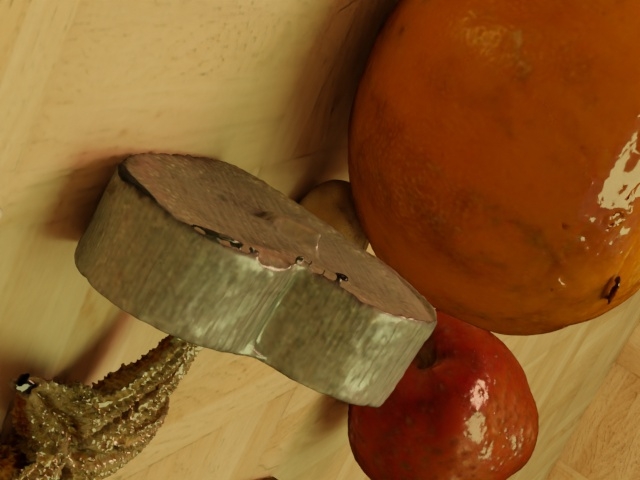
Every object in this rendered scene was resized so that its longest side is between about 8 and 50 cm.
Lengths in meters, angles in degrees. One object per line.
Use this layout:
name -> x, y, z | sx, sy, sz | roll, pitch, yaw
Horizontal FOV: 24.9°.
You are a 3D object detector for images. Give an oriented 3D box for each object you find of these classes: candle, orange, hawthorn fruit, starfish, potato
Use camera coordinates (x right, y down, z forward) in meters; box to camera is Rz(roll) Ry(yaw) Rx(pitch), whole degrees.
candle -> -0.040, 0.010, 0.766 | 0.068, 0.192, 0.168 | -59, -155, 11
orange -> 0.141, -0.081, 0.915 | 0.284, 0.226, 0.284 | -55, 166, -21
hawthorn fruit -> 0.110, 0.152, 1.311 | 0.189, 0.189, 0.189 | -48, 159, -24
starfish -> -0.151, 0.120, 0.810 | 0.240, 0.043, 0.227 | -54, 159, 2
potato -> 0.000, 0.000, 0.974 | 0.083, 0.062, 0.068 | -36, 144, 6

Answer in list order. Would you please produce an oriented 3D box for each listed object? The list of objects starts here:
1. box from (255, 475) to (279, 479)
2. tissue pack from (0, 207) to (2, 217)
box -> -0.081, 0.266, 1.250 | 0.133, 0.023, 0.090 | -59, 160, 9
tissue pack -> -0.246, 0.060, 0.433 | 0.325, 0.071, 0.170 | -17, 139, -61
